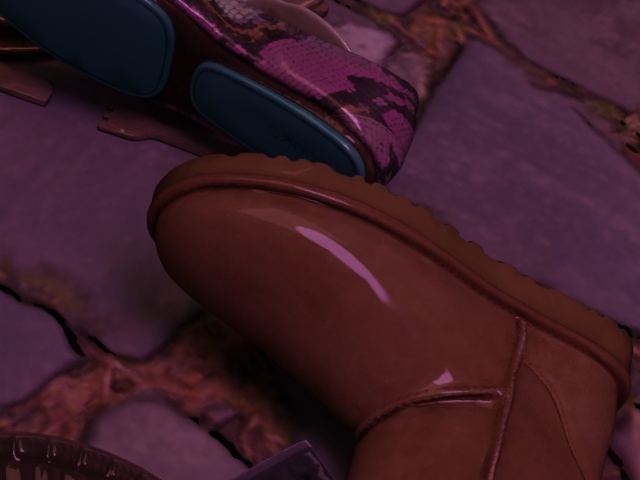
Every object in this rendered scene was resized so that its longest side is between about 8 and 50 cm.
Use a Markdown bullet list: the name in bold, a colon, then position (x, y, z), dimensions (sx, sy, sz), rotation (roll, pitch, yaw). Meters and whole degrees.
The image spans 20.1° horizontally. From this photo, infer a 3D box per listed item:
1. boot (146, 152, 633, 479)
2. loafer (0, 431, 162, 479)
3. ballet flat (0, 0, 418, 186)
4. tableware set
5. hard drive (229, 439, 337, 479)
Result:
- **boot**: position (0.013, 0.113, 0.693), dimensions (0.236, 0.089, 0.270), rotation (22, 52, -7)
- **loafer**: position (-0.167, 0.129, 0.671), dimensions (0.268, 0.092, 0.102), rotation (7, 64, -24)
- **ballet flat**: position (-0.054, -0.096, 0.845), dimensions (0.221, 0.077, 0.079), rotation (29, 50, 5)
- **tableware set**: position (-0.101, -0.117, 0.903), dimensions (0.194, 0.039, 0.128), rotation (18, 52, 5)
- **hard drive**: position (-0.059, 0.204, 0.586), dimensions (0.254, 0.054, 0.172), rotation (-37, 67, 0)
